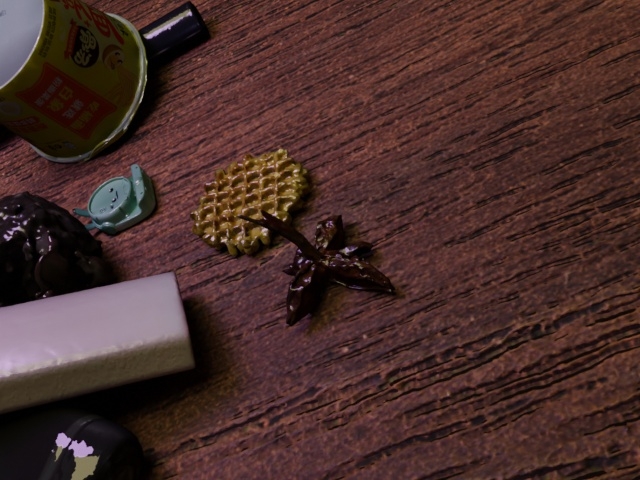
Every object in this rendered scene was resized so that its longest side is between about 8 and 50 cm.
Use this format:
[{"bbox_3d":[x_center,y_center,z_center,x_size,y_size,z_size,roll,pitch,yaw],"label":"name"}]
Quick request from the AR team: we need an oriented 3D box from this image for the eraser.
[{"bbox_3d":[-0.304,0.125,0.994,0.270,0.094,0.174,-13,30,-11],"label":"eraser"}]

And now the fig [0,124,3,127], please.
[{"bbox_3d":[-0.684,-0.293,1.548,0.191,0.181,0.181,31,67,-3],"label":"fig"}]

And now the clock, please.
[{"bbox_3d":[-0.333,-0.057,1.266,0.135,0.041,0.101,-30,46,5],"label":"clock"}]

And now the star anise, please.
[{"bbox_3d":[-0.007,0.006,0.970,0.141,0.144,0.158,-23,45,0],"label":"star anise"}]

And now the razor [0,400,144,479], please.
[{"bbox_3d":[-0.384,0.287,0.969,0.349,0.113,0.204,7,61,33],"label":"razor"}]

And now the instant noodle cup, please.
[{"bbox_3d":[-0.487,-0.308,1.368,0.311,0.221,0.311,-7,74,25],"label":"instant noodle cup"}]

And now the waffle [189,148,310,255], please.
[{"bbox_3d":[-0.103,-0.057,1.141,0.191,0.038,0.191,-15,48,18],"label":"waffle"}]

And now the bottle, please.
[{"bbox_3d":[-0.334,-0.366,1.491,0.244,0.072,0.082,-29,88,7],"label":"bottle"}]

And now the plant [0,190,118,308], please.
[{"bbox_3d":[-0.411,0.040,1.135,0.178,0.204,0.234,-46,42,0],"label":"plant"}]
